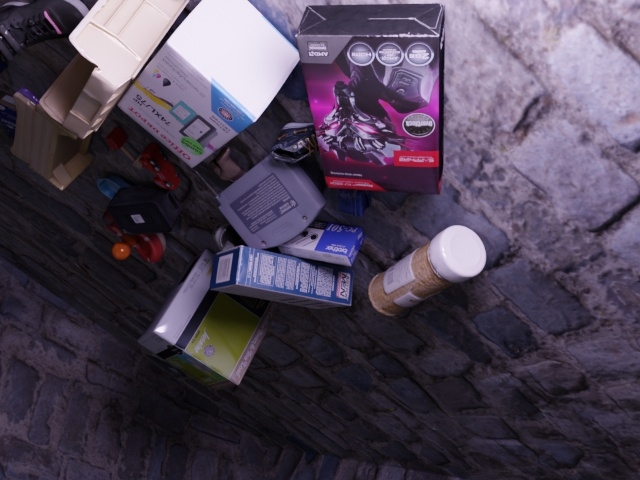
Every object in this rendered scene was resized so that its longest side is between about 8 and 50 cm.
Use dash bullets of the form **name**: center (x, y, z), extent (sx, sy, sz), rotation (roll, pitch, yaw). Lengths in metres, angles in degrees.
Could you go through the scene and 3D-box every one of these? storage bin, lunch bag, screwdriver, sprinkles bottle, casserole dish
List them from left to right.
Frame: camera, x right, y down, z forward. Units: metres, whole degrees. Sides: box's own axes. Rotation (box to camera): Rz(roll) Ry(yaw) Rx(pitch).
- **storage bin**: center (-0.406, -0.361, 1.194), extent (0.123, 0.260, 0.262), rotation (36, 149, -22)
- **casserole dish**: center (-0.600, -0.138, 1.902), extent (0.188, 0.037, 0.114), rotation (41, 147, -20)
- **storage bin**: center (-0.518, -0.090, 1.816), extent (0.180, 0.084, 0.122), rotation (-4, 134, 21)
- **screwdriver**: center (-0.289, -0.126, 1.687), extent (0.025, 0.024, 0.170), rotation (-31, 118, 24)
- **lunch bag**: center (0.081, -0.099, 1.385), extent (0.065, 0.067, 0.098), rotation (17, 149, 19)
- **sprinkles bottle**: center (0.243, 0.081, 1.478), extent (0.121, 0.121, 0.355), rotation (33, 150, -9)

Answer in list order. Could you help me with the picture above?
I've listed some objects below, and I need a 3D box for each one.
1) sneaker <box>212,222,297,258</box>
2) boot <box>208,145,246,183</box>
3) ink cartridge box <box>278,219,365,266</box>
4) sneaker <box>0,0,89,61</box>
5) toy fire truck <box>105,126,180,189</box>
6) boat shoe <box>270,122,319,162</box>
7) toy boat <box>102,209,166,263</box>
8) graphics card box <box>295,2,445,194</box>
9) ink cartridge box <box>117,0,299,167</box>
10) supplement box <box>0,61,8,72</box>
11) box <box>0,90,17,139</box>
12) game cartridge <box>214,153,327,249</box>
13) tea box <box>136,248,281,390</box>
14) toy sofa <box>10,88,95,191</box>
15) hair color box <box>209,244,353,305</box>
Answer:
- **sneaker**: center (-0.176, 0.053, 1.800), extent (0.330, 0.122, 0.146), rotation (43, 165, -26)
- **boot**: center (-0.222, -0.184, 1.533), extent (0.087, 0.042, 0.118), rotation (33, 151, -21)
- **ink cartridge box**: center (0.000, 0.000, 1.571), extent (0.207, 0.097, 0.046), rotation (9, 145, 28)
- **sneaker**: center (-0.630, -0.453, 1.340), extent (0.295, 0.147, 0.105), rotation (7, 142, 29)
- **toy fire truck**: center (-0.477, -0.218, 1.671), extent (0.135, 0.047, 0.192), rotation (9, 146, 30)
- **boat shoe**: center (-0.019, -0.204, 1.290), extent (0.183, 0.083, 0.065), rotation (1, 141, 37)
- **toy boat**: center (-0.624, 0.001, 2.017), extent (0.231, 0.151, 0.151), rotation (41, 147, -22)
- **graphics card box**: center (0.104, -0.236, 1.101), extent (0.232, 0.094, 0.371), rotation (6, 143, 14)
- **ink cartridge box**: center (-0.217, -0.306, 1.180), extent (0.198, 0.197, 0.270), rotation (40, 148, -20)
- **supplement box**: center (-0.985, -0.511, 1.489), extent (0.195, 0.194, 0.357), rotation (10, 145, 27)
- **box**: center (-0.883, -0.338, 1.828), extent (0.136, 0.036, 0.225), rotation (23, 151, 9)
- **game cartridge**: center (-0.120, -0.088, 1.497), extent (0.294, 0.060, 0.196), rotation (-28, 99, 45)
- **tea box**: center (-0.360, 0.267, 2.035), extent (0.323, 0.329, 0.220), rotation (37, 148, -14)
- **toy sofa**: center (-0.687, -0.294, 1.625), extent (0.177, 0.150, 0.362), rotation (39, 148, -9)
- **hair color box**: center (-0.101, 0.106, 1.661), extent (0.347, 0.105, 0.174), rotation (14, 164, -31)
